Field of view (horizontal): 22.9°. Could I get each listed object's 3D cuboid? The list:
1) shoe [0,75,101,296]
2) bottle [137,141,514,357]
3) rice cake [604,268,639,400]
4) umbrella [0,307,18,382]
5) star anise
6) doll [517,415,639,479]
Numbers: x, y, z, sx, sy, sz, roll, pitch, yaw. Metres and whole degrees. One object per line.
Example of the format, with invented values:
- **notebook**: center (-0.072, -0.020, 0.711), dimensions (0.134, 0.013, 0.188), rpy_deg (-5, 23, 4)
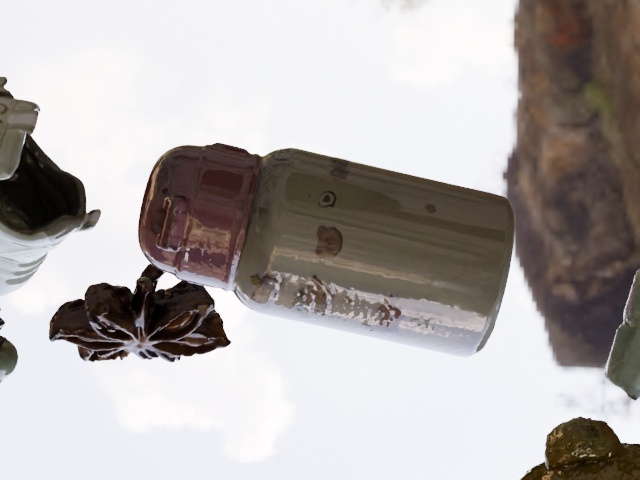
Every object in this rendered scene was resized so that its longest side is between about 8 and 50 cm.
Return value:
- **shoe**: center (-0.293, -0.082, 1.218), dimensions (0.159, 0.316, 0.124), rpy_deg (-18, -136, 32)
- **bottle**: center (0.000, 0.000, 1.012), dimensions (0.233, 0.110, 0.110), rpy_deg (12, -154, -2)
- **rice cake**: center (0.283, 0.065, 1.003), dimensions (0.237, 0.127, 0.043), rpy_deg (18, -177, -33)
- **umbrella**: center (-0.247, 0.040, 0.957), dimensions (0.143, 0.067, 0.062), rpy_deg (35, -164, -11)
- **star anise**: center (-0.101, 0.045, 1.137), dimensions (0.191, 0.097, 0.070), rpy_deg (-8, -123, -2)
- **doll**: center (0.178, 0.168, 0.713), dimensions (0.209, 0.137, 0.097), rpy_deg (25, -150, 4)
